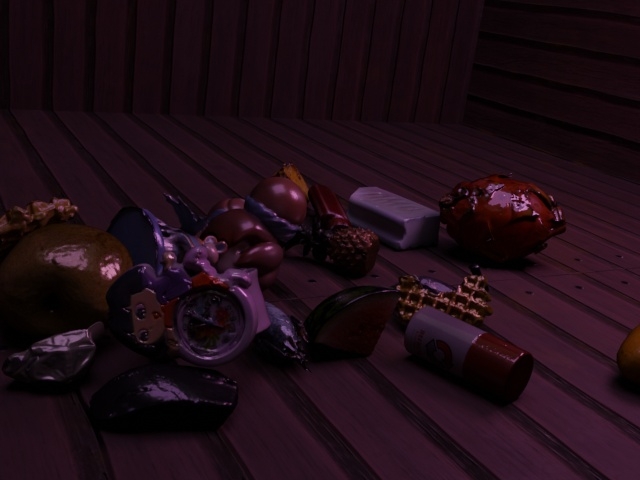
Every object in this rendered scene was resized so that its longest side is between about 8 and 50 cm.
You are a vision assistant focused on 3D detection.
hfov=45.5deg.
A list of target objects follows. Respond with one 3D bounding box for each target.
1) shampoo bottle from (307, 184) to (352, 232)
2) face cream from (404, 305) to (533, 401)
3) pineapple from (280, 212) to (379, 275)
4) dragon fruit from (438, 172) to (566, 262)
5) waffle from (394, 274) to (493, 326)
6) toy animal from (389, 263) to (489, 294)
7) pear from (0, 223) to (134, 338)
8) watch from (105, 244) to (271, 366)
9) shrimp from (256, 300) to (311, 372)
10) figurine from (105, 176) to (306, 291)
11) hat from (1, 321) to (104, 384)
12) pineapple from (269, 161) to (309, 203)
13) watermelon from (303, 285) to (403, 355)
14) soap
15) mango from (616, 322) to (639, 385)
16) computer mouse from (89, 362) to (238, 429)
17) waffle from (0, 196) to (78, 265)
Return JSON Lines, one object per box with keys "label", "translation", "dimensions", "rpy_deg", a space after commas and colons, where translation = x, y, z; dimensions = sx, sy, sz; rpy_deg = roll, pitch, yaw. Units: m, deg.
{"label": "shampoo bottle", "translation": [0.029, -0.070, 2.083], "dimensions": [0.102, 0.064, 0.260], "rpy_deg": [32, 16, -23]}
{"label": "face cream", "translation": [0.261, 0.199, 1.358], "dimensions": [0.214, 0.095, 0.096], "rpy_deg": [23, 24, 39]}
{"label": "pineapple", "translation": [0.000, 0.000, 1.824], "dimensions": [0.278, 0.118, 0.130], "rpy_deg": [17, -9, 18]}
{"label": "dragon fruit", "translation": [0.473, -0.058, 2.009], "dimensions": [0.315, 0.250, 0.250], "rpy_deg": [-15, 23, -10]}
{"label": "waffle", "translation": [0.244, 0.120, 1.530], "dimensions": [0.194, 0.051, 0.148], "rpy_deg": [-10, 56, 6]}
{"label": "toy animal", "translation": [0.249, 0.133, 1.617], "dimensions": [0.210, 0.121, 0.117], "rpy_deg": [-8, 63, 5]}
{"label": "pear", "translation": [-0.441, 0.068, 1.328], "dimensions": [0.229, 0.188, 0.211], "rpy_deg": [9, 23, -6]}
{"label": "watch", "translation": [-0.216, 0.107, 1.268], "dimensions": [0.244, 0.196, 0.231], "rpy_deg": [-15, 4, -4]}
{"label": "shrimp", "translation": [-0.069, 0.175, 1.348], "dimensions": [0.090, 0.079, 0.233], "rpy_deg": [-35, 33, -8]}
{"label": "figurine", "translation": [-0.230, 0.002, 1.549], "dimensions": [0.388, 0.248, 0.277], "rpy_deg": [1, -13, -43]}
{"label": "hat", "translation": [-0.405, 0.187, 1.205], "dimensions": [0.122, 0.081, 0.166], "rpy_deg": [-30, -2, 9]}
{"label": "pineapple", "translation": [-0.112, -0.132, 2.233], "dimensions": [0.164, 0.139, 0.250], "rpy_deg": [-35, 4, 1]}
{"label": "watermelon", "translation": [0.045, 0.135, 1.420], "dimensions": [0.193, 0.137, 0.145], "rpy_deg": [-24, 31, -17]}
{"label": "soap", "translation": [0.188, -0.067, 2.122], "dimensions": [0.173, 0.095, 0.290], "rpy_deg": [-7, 23, -38]}
{"label": "mango", "translation": [0.665, 0.206, 1.449], "dimensions": [0.262, 0.129, 0.167], "rpy_deg": [-17, 28, -42]}
{"label": "computer mouse", "translation": [-0.229, 0.225, 1.131], "dimensions": [0.217, 0.073, 0.122], "rpy_deg": [2, 19, -19]}
{"label": "waffle", "translation": [-0.578, 0.006, 1.417], "dimensions": [0.282, 0.058, 0.301], "rpy_deg": [-31, -1, -10]}
